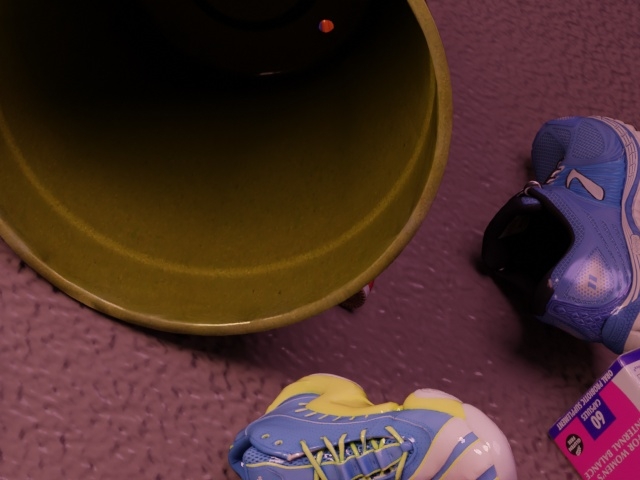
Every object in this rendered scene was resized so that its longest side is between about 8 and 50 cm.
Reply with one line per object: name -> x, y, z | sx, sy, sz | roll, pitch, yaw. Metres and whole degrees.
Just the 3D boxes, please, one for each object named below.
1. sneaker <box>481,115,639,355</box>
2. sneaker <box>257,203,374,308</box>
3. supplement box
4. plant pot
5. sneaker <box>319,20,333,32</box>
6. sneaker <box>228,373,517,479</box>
sneaker -> 0.225, -0.026, 1.656 | 0.147, 0.130, 0.330 | 15, 29, -10
sneaker -> 0.000, 0.000, 1.528 | 0.118, 0.042, 0.067 | 41, 41, -7
supplement box -> 0.313, 0.201, 1.506 | 0.114, 0.111, 0.220 | -15, 60, -46
plant pot -> -0.072, -0.171, 1.438 | 0.366, 0.366, 0.353 | 30, 27, -9
sneaker -> -0.080, -0.254, 1.707 | 0.221, 0.083, 0.087 | 46, 44, 16
sneaker -> 0.025, 0.163, 1.274 | 0.126, 0.240, 0.091 | -29, 109, -32
